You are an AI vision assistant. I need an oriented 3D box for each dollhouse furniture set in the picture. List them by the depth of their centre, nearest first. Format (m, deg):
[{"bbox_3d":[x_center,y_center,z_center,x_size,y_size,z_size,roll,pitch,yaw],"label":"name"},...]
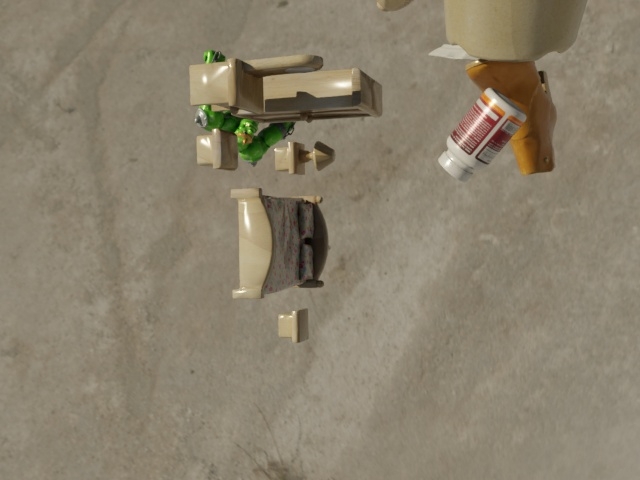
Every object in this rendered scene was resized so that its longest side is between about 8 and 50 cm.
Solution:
[{"bbox_3d":[-0.018,-0.028,0.927,0.173,0.303,0.356,-1,91,19],"label":"dollhouse furniture set"}]

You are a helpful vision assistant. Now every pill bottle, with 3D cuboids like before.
[{"bbox_3d":[0.273,-0.178,1.258,0.152,0.086,0.086,-52,51,23],"label":"pill bottle"}]

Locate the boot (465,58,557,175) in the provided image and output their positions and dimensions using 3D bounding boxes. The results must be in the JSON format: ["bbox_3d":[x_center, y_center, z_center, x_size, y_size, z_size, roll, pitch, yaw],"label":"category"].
[{"bbox_3d":[0.379,-0.229,1.391,0.104,0.295,0.212,-9,85,39],"label":"boot"}]

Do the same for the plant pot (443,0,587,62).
[{"bbox_3d":[0.321,-0.471,1.178,0.333,0.306,0.334,-3,38,3],"label":"plant pot"}]

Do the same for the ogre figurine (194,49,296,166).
[{"bbox_3d":[-0.126,-0.199,1.166,0.096,0.197,0.118,16,74,26],"label":"ogre figurine"}]

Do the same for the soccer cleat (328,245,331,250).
[{"bbox_3d":[0.000,0.000,1.658,0.029,0.035,0.083,-62,25,14],"label":"soccer cleat"}]

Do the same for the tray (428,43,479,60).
[{"bbox_3d":[0.325,-0.388,1.529,0.145,0.030,0.270,6,15,-7],"label":"tray"}]

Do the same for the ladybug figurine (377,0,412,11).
[{"bbox_3d":[0.215,-0.719,1.602,0.161,0.449,0.305,37,32,13],"label":"ladybug figurine"}]
